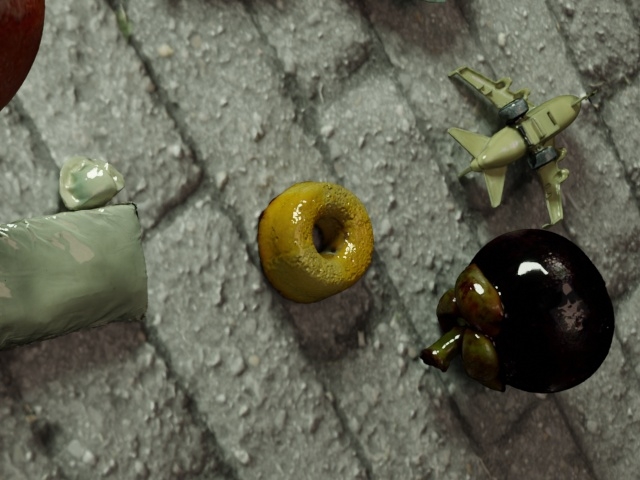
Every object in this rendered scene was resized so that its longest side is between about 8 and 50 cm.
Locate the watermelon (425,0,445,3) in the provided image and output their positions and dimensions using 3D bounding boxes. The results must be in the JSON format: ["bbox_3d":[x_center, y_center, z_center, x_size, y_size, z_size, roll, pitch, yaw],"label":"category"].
[{"bbox_3d":[0.067,-0.383,1.743,0.241,0.094,0.154,6,89,-38],"label":"watermelon"}]

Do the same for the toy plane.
[{"bbox_3d":[0.274,-0.142,1.869,0.256,0.104,0.242,-32,89,-32],"label":"toy plane"}]

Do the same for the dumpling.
[{"bbox_3d":[-0.240,-0.061,1.453,0.077,0.043,0.059,-32,88,-23],"label":"dumpling"}]

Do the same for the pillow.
[{"bbox_3d":[-0.266,0.038,1.406,0.229,0.051,0.128,-12,102,-42],"label":"pillow"}]

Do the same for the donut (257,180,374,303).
[{"bbox_3d":[0.000,0.000,1.638,0.152,0.058,0.152,9,76,-41],"label":"donut"}]

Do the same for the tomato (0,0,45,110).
[{"bbox_3d":[-0.367,-0.210,1.231,0.265,0.265,0.265,7,79,-40],"label":"tomato"}]

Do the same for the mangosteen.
[{"bbox_3d":[0.237,0.099,1.749,0.250,0.211,0.211,-19,97,-9],"label":"mangosteen"}]
